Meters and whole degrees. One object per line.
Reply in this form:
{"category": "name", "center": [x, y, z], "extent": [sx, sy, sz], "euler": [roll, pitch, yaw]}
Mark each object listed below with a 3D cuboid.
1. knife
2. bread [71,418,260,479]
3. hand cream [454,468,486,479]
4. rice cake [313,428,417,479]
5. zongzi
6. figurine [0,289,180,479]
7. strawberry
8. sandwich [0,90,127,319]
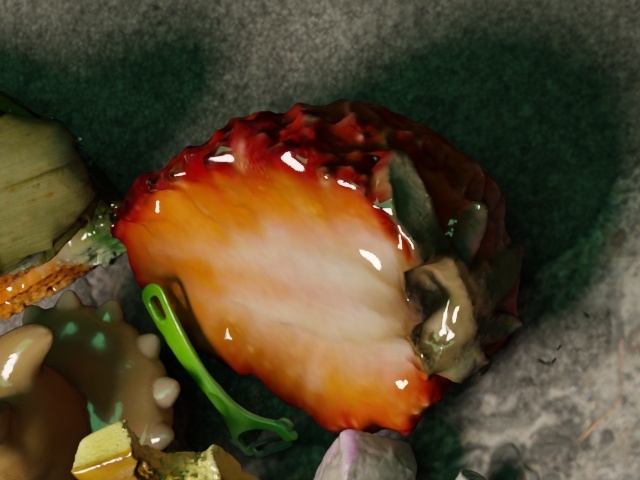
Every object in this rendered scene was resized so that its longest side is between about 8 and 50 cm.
{"category": "knife", "center": [-0.086, 0.102, 1.535], "extent": [0.078, 0.022, 0.166], "euler": [-27, 104, 46]}
{"category": "bread", "center": [-0.088, 0.199, 1.472], "extent": [0.088, 0.226, 0.049], "euler": [-22, 47, 19]}
{"category": "hand cream", "center": [0.052, 0.282, 1.493], "extent": [0.084, 0.050, 0.257], "euler": [34, 98, 27]}
{"category": "rice cake", "center": [-0.012, 0.331, 1.438], "extent": [0.064, 0.070, 0.399], "euler": [-6, 64, 58]}
{"category": "zongzi", "center": [-0.305, -0.007, 1.563], "extent": [0.250, 0.274, 0.125], "euler": [-21, 87, -16]}
{"category": "figurine", "center": [-0.198, 0.121, 1.517], "extent": [0.173, 0.247, 0.177], "euler": [-38, 48, -10]}
{"category": "strawberry", "center": [0.000, 0.000, 1.501], "extent": [0.336, 0.149, 0.265], "euler": [6, 128, 38]}
{"category": "sandwich", "center": [-0.306, -0.036, 1.660], "extent": [0.212, 0.109, 0.292], "euler": [-47, 68, 9]}
